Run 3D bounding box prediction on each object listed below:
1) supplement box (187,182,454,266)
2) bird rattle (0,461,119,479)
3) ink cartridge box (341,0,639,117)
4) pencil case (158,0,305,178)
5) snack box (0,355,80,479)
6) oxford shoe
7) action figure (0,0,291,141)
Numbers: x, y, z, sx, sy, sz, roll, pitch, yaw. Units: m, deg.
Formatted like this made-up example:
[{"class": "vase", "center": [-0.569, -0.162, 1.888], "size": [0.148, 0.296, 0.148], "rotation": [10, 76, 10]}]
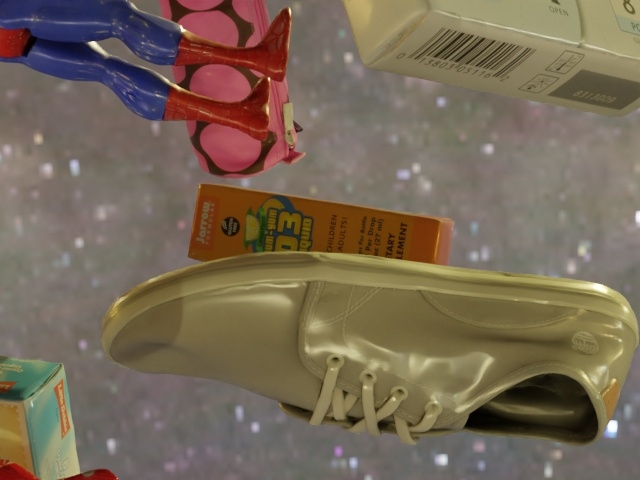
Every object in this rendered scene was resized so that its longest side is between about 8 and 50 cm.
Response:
[{"class": "supplement box", "center": [0.000, 0.000, 1.776], "size": [0.233, 0.078, 0.080], "rotation": [8, -177, 15]}, {"class": "bird rattle", "center": [-0.199, 0.225, 1.177], "size": [0.253, 0.207, 0.143], "rotation": [-13, -142, 22]}, {"class": "ink cartridge box", "center": [0.120, -0.299, 1.602], "size": [0.308, 0.091, 0.385], "rotation": [6, -121, -41]}, {"class": "pencil case", "center": [-0.075, -0.156, 1.614], "size": [0.098, 0.209, 0.095], "rotation": [19, -133, 38]}, {"class": "snack box", "center": [-0.317, 0.161, 1.332], "size": [0.322, 0.187, 0.060], "rotation": [5, -154, 21]}, {"class": "oxford shoe", "center": [0.045, 0.099, 1.586], "size": [0.449, 0.169, 0.130], "rotation": [4, -118, -6]}, {"class": "action figure", "center": [-0.161, -0.145, 1.087], "size": [0.280, 0.091, 0.139], "rotation": [9, -130, -10]}]
